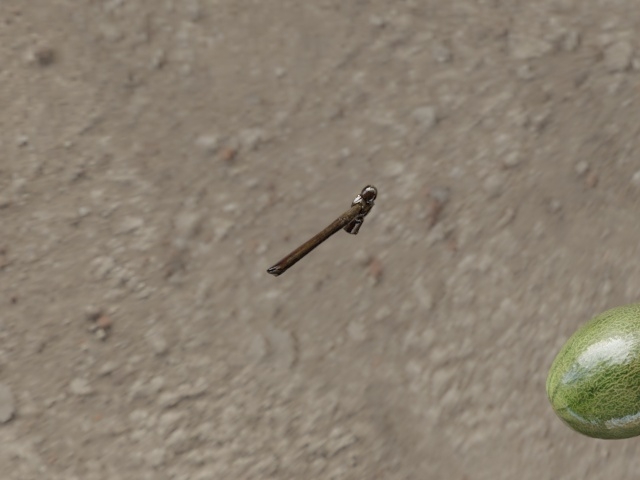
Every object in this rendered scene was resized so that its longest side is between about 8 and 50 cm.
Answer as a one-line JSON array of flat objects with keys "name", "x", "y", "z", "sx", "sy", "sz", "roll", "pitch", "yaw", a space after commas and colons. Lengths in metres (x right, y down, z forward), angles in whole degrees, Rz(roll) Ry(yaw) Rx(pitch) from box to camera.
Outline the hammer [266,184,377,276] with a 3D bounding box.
[{"name": "hammer", "x": 0.000, "y": 0.000, "z": 1.695, "sx": 0.021, "sy": 0.178, "sz": 0.065, "roll": 39, "pitch": 135, "yaw": 13}]

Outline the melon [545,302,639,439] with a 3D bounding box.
[{"name": "melon", "x": 0.336, "y": 0.139, "z": 1.772, "sx": 0.192, "sy": 0.139, "sz": 0.139, "roll": -27, "pitch": 90, "yaw": -5}]
